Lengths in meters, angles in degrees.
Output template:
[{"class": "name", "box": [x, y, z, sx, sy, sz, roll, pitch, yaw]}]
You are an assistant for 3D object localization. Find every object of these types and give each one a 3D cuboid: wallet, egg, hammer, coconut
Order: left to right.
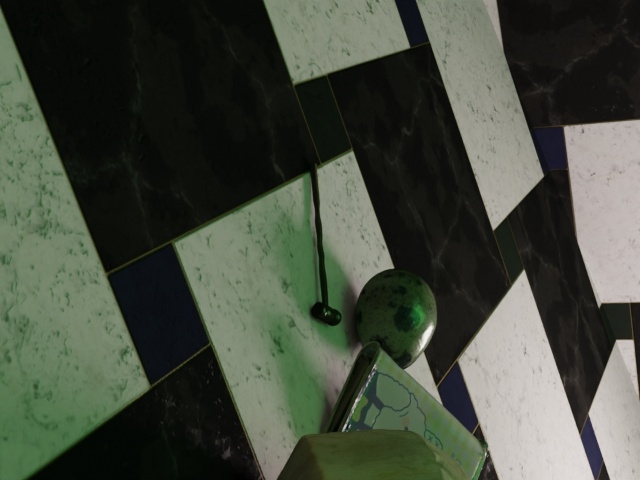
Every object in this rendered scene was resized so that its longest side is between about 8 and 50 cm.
[{"class": "hammer", "box": [0.000, 0.000, 1.651, 0.058, 0.029, 0.292, 33, 47, -54]}, {"class": "coconut", "box": [0.044, 0.389, 1.266, 0.329, 0.329, 0.328, 37, 45, -49]}, {"class": "egg", "box": [0.130, 0.137, 1.691, 0.141, 0.141, 0.181, 34, 56, -51]}, {"class": "wallet", "box": [0.136, 0.340, 1.600, 0.309, 0.077, 0.223, 44, 64, -28]}]
